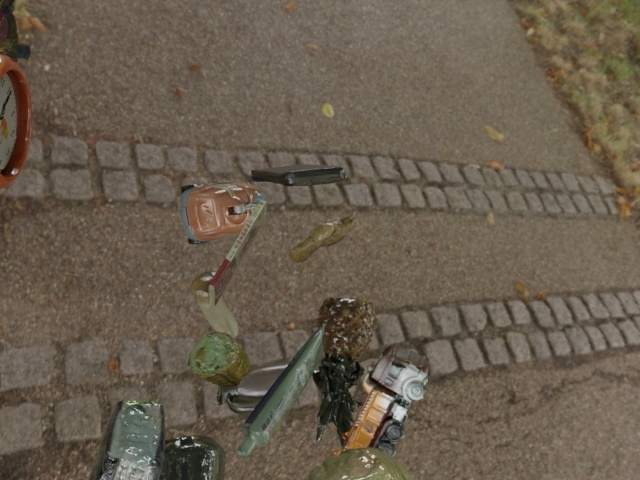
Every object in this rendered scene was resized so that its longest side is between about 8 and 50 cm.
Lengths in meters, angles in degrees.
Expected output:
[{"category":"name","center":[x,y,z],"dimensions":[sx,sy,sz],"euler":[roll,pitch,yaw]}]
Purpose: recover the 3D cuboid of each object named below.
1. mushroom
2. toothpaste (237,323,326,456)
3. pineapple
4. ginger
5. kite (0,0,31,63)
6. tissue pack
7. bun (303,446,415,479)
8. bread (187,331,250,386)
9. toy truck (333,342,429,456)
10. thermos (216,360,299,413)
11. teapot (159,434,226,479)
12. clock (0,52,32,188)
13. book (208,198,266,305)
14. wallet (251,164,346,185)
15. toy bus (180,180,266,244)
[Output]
[{"category":"mushroom","center":[-0.261,0.168,1.434],"dimensions":[0.071,0.209,0.084],"euler":[0,41,20]},{"category":"toothpaste","center":[-0.056,0.249,0.952],"dimensions":[0.268,0.047,0.069],"euler":[-49,121,-42]},{"category":"pineapple","center":[0.046,0.325,1.432],"dimensions":[0.166,0.166,0.364],"euler":[12,81,-24]},{"category":"ginger","center":[0.001,0.002,1.591],"dimensions":[0.133,0.214,0.058],"euler":[-14,68,-47]},{"category":"kite","center":[-0.552,-0.320,0.981],"dimensions":[0.234,0.320,0.016],"euler":[20,23,38]},{"category":"tissue pack","center":[-0.240,0.322,0.647],"dimensions":[0.073,0.235,0.173],"euler":[16,0,-17]},{"category":"bun","center":[0.027,0.396,0.748],"dimensions":[0.244,0.243,0.153],"euler":[-11,14,-41]},{"category":"bread","center":[-0.204,0.255,1.186],"dimensions":[0.087,0.269,0.098],"euler":[33,74,10]},{"category":"toy truck","center":[0.137,0.363,1.250],"dimensions":[0.135,0.270,0.114],"euler":[26,11,8]},{"category":"thermos","center":[-0.150,0.360,1.355],"dimensions":[0.193,0.104,0.137],"euler":[-4,27,-5]},{"category":"teapot","center":[-0.371,0.697,1.433],"dimensions":[0.300,0.253,0.343],"euler":[-7,57,-15]},{"category":"clock","center":[-0.490,-0.178,0.857],"dimensions":[0.051,0.205,0.205],"euler":[7,45,-11]},{"category":"book","center":[-0.189,0.030,1.296],"dimensions":[0.022,0.162,0.231],"euler":[29,67,0]},{"category":"wallet","center":[-0.060,-0.146,1.281],"dimensions":[0.149,0.044,0.250],"euler":[-8,11,-26]},{"category":"toy bus","center":[-0.300,-0.101,1.822],"dimensions":[0.288,0.232,0.194],"euler":[-14,97,-53]}]
